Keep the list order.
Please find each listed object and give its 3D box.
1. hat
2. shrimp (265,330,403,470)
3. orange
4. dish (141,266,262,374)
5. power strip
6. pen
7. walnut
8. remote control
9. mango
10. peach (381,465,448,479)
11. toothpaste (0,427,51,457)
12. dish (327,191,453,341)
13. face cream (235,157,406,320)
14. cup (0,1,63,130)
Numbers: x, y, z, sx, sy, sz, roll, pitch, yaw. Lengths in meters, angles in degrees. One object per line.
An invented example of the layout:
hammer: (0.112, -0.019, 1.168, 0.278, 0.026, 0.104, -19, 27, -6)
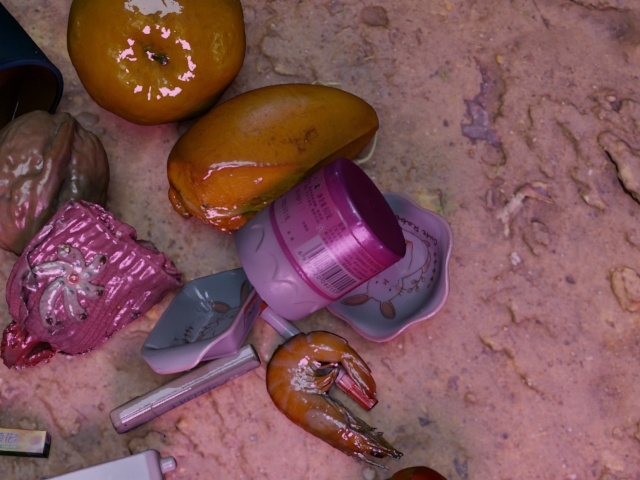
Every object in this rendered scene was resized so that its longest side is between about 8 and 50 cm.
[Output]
hat: (-0.365, 0.089, 1.572, 0.286, 0.236, 0.107, -43, 35, 9)
shrimp: (0.026, 0.236, 1.577, 0.248, 0.068, 0.150, 42, 104, 13)
orange: (-0.254, -0.316, 1.661, 0.279, 0.235, 0.279, -3, 116, -6)
dish: (-0.162, 0.129, 1.560, 0.154, 0.234, 0.064, -13, 114, 24)
power strip: (-0.392, 0.373, 1.528, 0.385, 0.091, 0.062, -15, 75, -6)
pen: (-0.009, 0.173, 1.629, 0.239, 0.028, 0.028, 40, 76, 11)
walnut: (-0.417, -0.082, 1.619, 0.198, 0.198, 0.245, 13, 74, 3)
remote control: (-0.198, 0.218, 1.575, 0.233, 0.098, 0.038, -25, 80, -8)
mango: (-0.066, -0.141, 1.647, 0.350, 0.201, 0.199, -28, 101, -17)
peach: (0.123, 0.420, 1.474, 0.197, 0.197, 0.197, 0, 73, -1)
toothpaste: (-0.489, 0.294, 1.575, 0.178, 0.043, 0.037, 4, 72, 0)
dish: (0.113, 0.044, 1.628, 0.229, 0.081, 0.229, -8, 73, 27)
face cream: (0.000, 0.000, 1.553, 0.195, 0.175, 0.175, -32, 74, 17)
cup: (-0.594, -0.274, 1.676, 0.242, 0.308, 0.292, -26, 72, -42)
